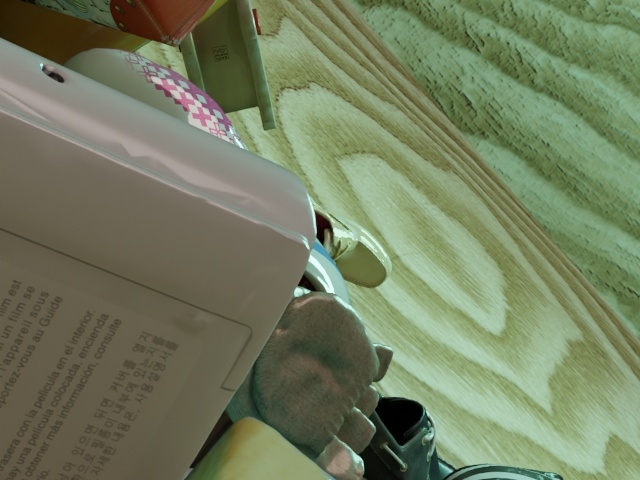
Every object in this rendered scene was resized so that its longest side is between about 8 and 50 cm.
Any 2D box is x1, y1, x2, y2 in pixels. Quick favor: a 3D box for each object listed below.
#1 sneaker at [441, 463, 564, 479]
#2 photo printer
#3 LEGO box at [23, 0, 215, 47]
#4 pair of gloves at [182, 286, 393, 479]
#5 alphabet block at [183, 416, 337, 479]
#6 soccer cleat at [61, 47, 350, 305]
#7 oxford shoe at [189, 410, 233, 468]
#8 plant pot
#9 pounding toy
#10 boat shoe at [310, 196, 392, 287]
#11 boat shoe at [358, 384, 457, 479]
[{"bbox_3d":[0.267,0.331,1.540,0.447,0.169,0.257,41,17,-18],"label":"sneaker"},{"bbox_3d":[-0.189,0.028,0.744,0.307,0.256,0.107,23,16,-30],"label":"photo printer"},{"bbox_3d":[-0.282,-0.396,1.262,0.372,0.193,0.500,20,-23,41],"label":"LEGO box"},{"bbox_3d":[-0.059,0.130,1.013,0.042,0.240,0.204,21,-9,45],"label":"pair of gloves"},{"bbox_3d":[-0.028,0.230,0.837,0.193,0.192,0.197,38,12,-5],"label":"alphabet block"},{"bbox_3d":[-0.093,-0.026,1.526,0.331,0.116,0.143,46,14,-12],"label":"soccer cleat"},{"bbox_3d":[-0.171,0.061,1.029,0.397,0.140,0.146,42,2,-41],"label":"oxford shoe"},{"bbox_3d":[-0.204,-0.236,1.607,0.205,0.188,0.205,45,15,-15],"label":"plant pot"},{"bbox_3d":[-0.140,-0.218,1.851,0.269,0.155,0.154,79,-1,-48],"label":"pounding toy"},{"bbox_3d":[0.000,0.000,1.865,0.170,0.063,0.059,35,20,-14],"label":"boat shoe"},{"bbox_3d":[0.068,0.176,1.555,0.233,0.079,0.084,37,16,-43],"label":"boat shoe"}]
